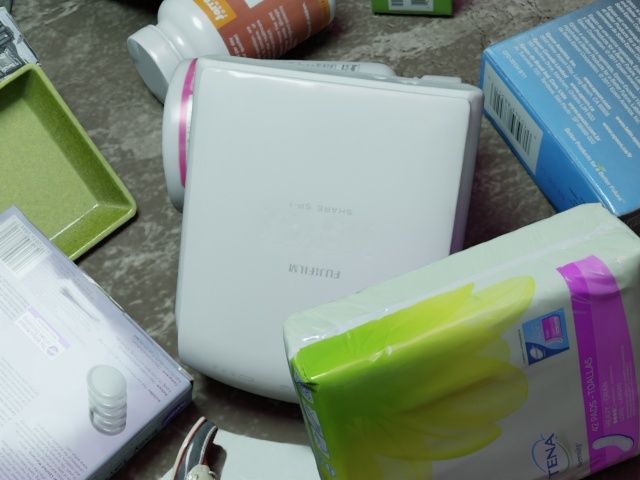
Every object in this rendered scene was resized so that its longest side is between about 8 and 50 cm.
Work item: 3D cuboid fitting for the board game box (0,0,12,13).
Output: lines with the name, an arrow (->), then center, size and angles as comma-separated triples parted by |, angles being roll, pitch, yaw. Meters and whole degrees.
board game box -> -0.389, -0.341, 1.375 | 0.026, 0.103, 0.154 | -3, 57, 3

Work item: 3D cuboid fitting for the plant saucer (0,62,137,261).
plant saucer -> -0.315, -0.052, 1.176 | 0.188, 0.188, 0.045 | -39, 18, -18

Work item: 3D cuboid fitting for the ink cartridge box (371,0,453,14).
ink cartridge box -> 0.115, -0.414, 1.330 | 0.097, 0.188, 0.255 | 3, 57, 9

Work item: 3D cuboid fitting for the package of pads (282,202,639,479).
package of pads -> 0.131, 0.124, 0.971 | 0.297, 0.229, 0.101 | -19, 35, -9

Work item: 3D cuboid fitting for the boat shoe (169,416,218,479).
boat shoe -> -0.115, 0.225, 1.033 | 0.043, 0.049, 0.137 | 15, 63, 10

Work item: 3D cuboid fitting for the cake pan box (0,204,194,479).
cake pan box -> -0.294, 0.130, 1.065 | 0.267, 0.070, 0.246 | 42, 67, 12

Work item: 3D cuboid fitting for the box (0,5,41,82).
box -> -0.476, -0.146, 1.216 | 0.307, 0.076, 0.242 | -40, 33, -19

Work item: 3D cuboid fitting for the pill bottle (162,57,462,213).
pill bottle -> -0.003, -0.099, 1.159 | 0.283, 0.160, 0.160 | 3, 58, 6

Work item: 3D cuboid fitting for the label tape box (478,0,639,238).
label tape box -> 0.367, -0.149, 1.191 | 0.334, 0.106, 0.240 | -24, 60, -11

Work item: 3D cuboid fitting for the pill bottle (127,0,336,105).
pill bottle -> -0.099, -0.239, 1.277 | 0.216, 0.121, 0.121 | -36, 62, -17

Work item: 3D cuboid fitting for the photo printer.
photo printer -> 0.000, 0.000, 1.042 | 0.256, 0.307, 0.107 | 8, 14, 4
